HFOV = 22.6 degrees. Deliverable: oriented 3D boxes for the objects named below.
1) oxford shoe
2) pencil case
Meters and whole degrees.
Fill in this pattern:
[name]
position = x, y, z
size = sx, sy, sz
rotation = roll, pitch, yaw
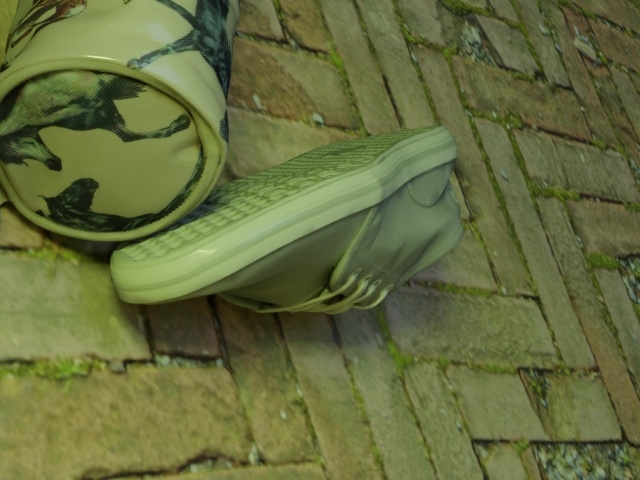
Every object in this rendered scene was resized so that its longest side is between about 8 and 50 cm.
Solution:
[oxford shoe]
position = 0.000, 0.000, 1.243
size = 0.449, 0.169, 0.130
rotation = -23, 105, -62
[pencil case]
position = -0.148, -0.188, 1.160
size = 0.160, 0.183, 0.410
rotation = 58, 23, -43
